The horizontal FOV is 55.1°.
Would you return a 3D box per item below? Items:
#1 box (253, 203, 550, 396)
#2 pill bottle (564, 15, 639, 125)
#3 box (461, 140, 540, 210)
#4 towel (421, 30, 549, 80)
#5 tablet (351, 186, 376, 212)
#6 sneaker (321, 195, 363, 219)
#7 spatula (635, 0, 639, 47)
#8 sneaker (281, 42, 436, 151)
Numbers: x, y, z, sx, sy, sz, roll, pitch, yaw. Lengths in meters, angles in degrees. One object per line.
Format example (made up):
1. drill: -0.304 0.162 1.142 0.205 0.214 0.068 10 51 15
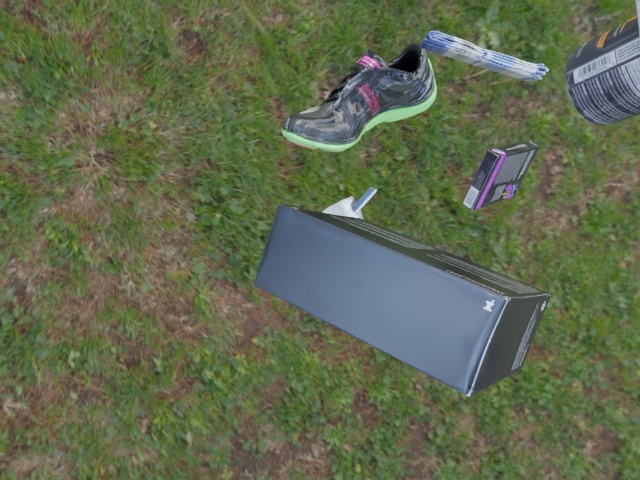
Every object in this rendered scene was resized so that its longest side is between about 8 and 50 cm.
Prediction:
1. box: 0.089 0.053 0.668 0.184 0.261 0.103 11 101 -58
2. pill bottle: 0.465 -0.251 0.823 0.130 0.245 0.131 4 80 -25
3. box: 0.336 -0.122 1.138 0.162 0.029 0.116 -15 135 -43
4. towel: 0.377 -0.432 1.444 0.284 0.209 0.034 18 104 3
5. tablet: 0.076 -0.071 1.082 0.006 0.083 0.054 42 94 -7
6. sneaker: 0.000 0.000 1.322 0.129 0.297 0.111 -8 70 -28
7. spatula: 0.343 -0.290 0.656 0.242 0.019 0.168 41 58 -49
8. sneaker: 0.093 -0.377 1.571 0.482 0.185 0.202 -31 132 -27
